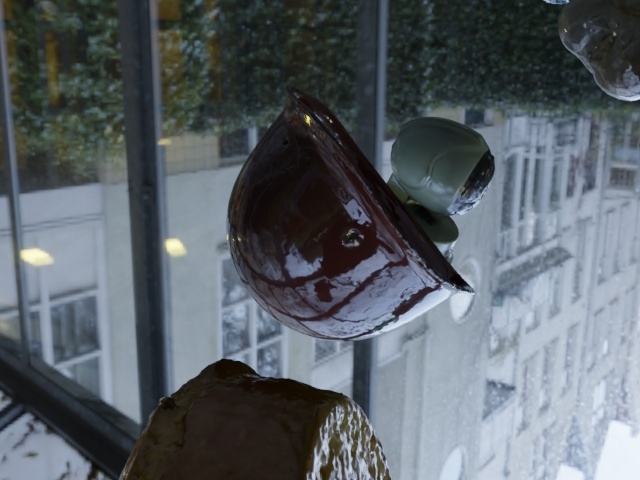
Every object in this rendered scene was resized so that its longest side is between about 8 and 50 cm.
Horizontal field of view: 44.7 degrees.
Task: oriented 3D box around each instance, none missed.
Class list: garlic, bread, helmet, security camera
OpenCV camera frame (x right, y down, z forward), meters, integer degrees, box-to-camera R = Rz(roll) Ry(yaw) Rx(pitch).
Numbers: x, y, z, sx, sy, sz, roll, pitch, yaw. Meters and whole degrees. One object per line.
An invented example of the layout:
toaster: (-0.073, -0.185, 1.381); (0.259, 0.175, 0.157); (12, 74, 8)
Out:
garlic: (0.399, -0.270, 0.914); (0.227, 0.228, 0.152); (6, 177, 22)
bread: (-0.041, 0.250, 0.606); (0.172, 0.312, 0.312); (-4, -168, 18)
helmet: (0.000, 0.000, 0.989); (0.230, 0.337, 0.385); (-39, 166, 11)
security camera: (0.186, -0.081, 1.358); (0.191, 0.277, 0.197); (33, -151, 16)

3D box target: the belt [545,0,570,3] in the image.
belt: (0.163, -0.279, 0.759); (0.302, 0.072, 0.087); (-5, 177, -23)
